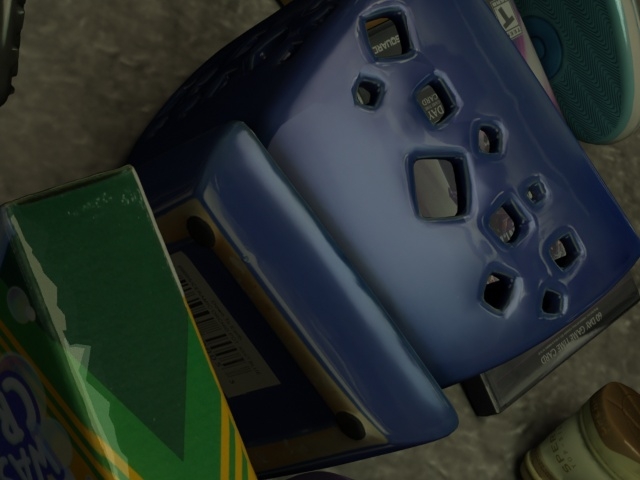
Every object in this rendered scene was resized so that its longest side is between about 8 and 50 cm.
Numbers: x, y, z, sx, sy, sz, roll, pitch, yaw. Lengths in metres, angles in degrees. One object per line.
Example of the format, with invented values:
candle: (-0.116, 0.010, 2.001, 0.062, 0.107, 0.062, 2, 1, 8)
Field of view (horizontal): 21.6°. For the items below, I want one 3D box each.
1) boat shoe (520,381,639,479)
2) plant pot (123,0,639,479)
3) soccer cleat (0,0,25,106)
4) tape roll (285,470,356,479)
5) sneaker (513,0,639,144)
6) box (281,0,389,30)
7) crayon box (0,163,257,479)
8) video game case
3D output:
boat shoe: (0.263, 0.206, 1.208, 0.285, 0.089, 0.104, 41, 26, -24)
plant pot: (0.000, 0.000, 0.963, 0.212, 0.236, 0.236, -44, 104, -35)
soccer cleat: (-0.231, -0.225, 0.951, 0.116, 0.108, 0.318, -5, 80, -17)
tape roll: (0.009, 0.226, 0.906, 0.080, 0.189, 0.189, 22, 61, -31)
sneaker: (0.220, -0.240, 1.304, 0.208, 0.127, 0.319, -18, 86, -41)
box: (0.007, -0.227, 1.189, 0.201, 0.021, 0.164, 55, 48, -10)
crayon box: (-0.114, 0.149, 0.822, 0.083, 0.203, 0.323, -21, 88, -42)
video game case: (0.121, -0.040, 1.196, 0.196, 0.026, 0.274, -31, 99, -42)
